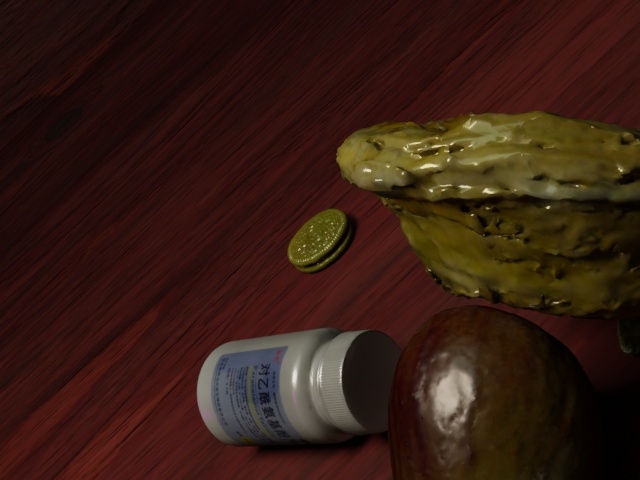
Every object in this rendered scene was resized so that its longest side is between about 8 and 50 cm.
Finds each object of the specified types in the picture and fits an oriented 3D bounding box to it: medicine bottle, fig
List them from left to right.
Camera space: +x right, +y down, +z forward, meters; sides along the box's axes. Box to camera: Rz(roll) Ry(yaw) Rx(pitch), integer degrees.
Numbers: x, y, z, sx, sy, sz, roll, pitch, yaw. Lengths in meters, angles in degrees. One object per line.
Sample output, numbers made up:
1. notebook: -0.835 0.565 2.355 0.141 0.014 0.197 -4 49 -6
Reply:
1. medicine bottle: -0.018 0.134 0.951 0.187 0.103 0.102 -12 42 44
2. fig: 0.111 0.180 0.694 0.146 0.170 0.274 7 63 1

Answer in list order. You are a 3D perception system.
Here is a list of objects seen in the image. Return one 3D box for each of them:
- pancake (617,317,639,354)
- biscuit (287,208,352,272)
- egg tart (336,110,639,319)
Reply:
1. pancake: 0.280 0.045 0.773 0.130 0.022 0.116 -18 34 42
2. biscuit: 0.000 0.000 1.189 0.084 0.023 0.084 -32 29 20
3. egg tart: 0.178 -0.021 0.749 0.341 0.341 0.132 15 102 57
